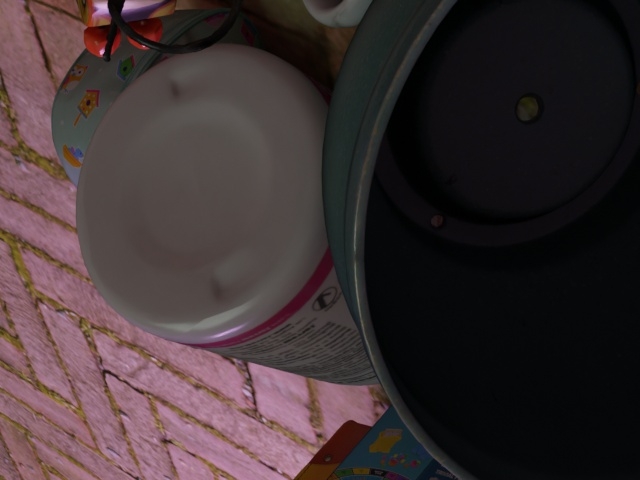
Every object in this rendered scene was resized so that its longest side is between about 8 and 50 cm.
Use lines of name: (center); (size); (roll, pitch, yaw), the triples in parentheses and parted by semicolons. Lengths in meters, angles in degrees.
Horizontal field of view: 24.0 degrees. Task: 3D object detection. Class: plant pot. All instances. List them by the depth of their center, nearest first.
plant pot: (0.124, -0.044, 0.696); (0.293, 0.293, 0.196); (59, 175, -26)

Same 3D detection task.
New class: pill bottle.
pill bottle: (0.000, 0.000, 0.893); (0.160, 0.160, 0.283); (27, -178, 30)

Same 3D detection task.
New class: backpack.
backpack: (-0.083, -0.064, 1.025); (0.144, 0.166, 0.188); (7, 138, 48)

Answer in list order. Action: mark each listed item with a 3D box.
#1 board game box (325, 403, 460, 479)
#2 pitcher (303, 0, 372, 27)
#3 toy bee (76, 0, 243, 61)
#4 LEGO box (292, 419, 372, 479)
board game box: (0.100, 0.207, 0.966); (0.253, 0.336, 0.079); (9, 136, 49)
pitcher: (0.033, -0.200, 0.703); (0.207, 0.125, 0.178); (-7, 96, 61)
toy bee: (-0.130, -0.187, 0.852); (0.195, 0.298, 0.162); (8, 149, -3)
LEGO box: (0.215, 0.374, 1.165); (0.500, 0.193, 0.373); (8, 135, 45)
